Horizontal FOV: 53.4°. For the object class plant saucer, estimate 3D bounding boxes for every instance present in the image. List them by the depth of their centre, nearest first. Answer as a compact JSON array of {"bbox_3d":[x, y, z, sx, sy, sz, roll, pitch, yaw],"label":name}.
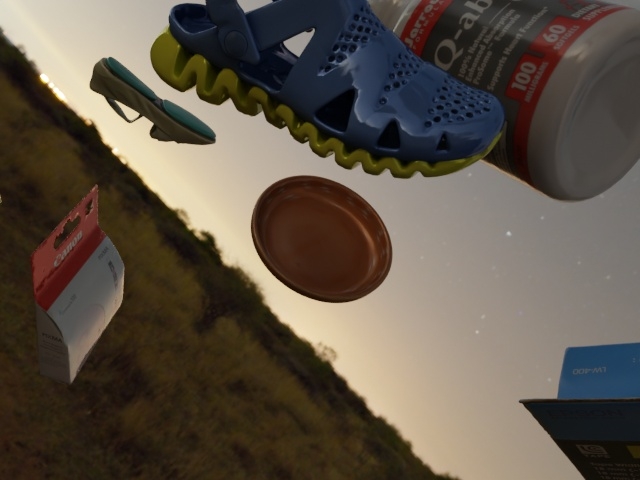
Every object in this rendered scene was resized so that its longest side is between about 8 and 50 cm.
[{"bbox_3d":[0.000,0.000,0.854,0.200,0.200,0.037,45,-40,10],"label":"plant saucer"}]

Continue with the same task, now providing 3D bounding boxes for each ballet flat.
[{"bbox_3d":[-0.309,-0.234,1.165,0.248,0.086,0.086,36,-4,-24],"label":"ballet flat"}]

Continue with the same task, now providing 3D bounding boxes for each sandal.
[{"bbox_3d":[0.004,-0.155,0.526,0.317,0.126,0.138,22,-53,7],"label":"sandal"}]

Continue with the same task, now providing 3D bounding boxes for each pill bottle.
[{"bbox_3d":[0.211,-0.210,0.785,0.363,0.210,0.210,41,-10,45],"label":"pill bottle"}]

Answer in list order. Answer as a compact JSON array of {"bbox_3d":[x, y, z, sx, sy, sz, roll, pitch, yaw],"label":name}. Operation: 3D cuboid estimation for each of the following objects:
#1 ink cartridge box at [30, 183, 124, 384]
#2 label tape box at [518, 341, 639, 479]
[{"bbox_3d":[-0.348,0.065,0.934,0.066,0.189,0.232,20,-53,-2],"label":"ink cartridge box"},{"bbox_3d":[0.322,0.141,0.479,0.240,0.106,0.334,-11,-42,33],"label":"label tape box"}]
